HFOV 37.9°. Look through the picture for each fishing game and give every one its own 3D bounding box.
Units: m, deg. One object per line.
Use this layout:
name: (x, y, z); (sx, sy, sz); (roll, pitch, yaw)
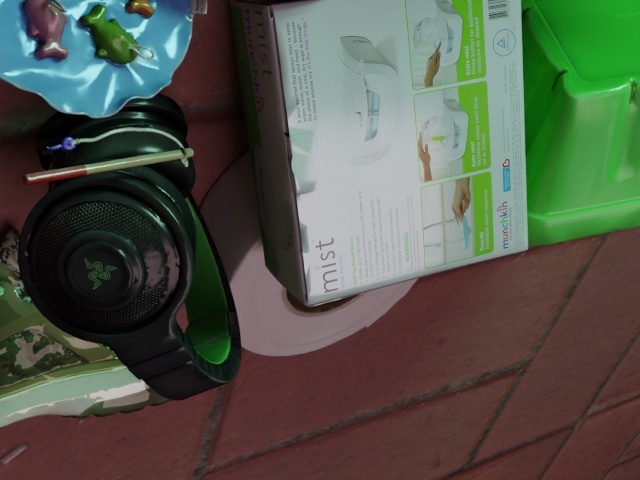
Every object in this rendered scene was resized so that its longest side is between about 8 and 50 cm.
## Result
fishing game: (-0.151, -0.173, 0.622); (0.189, 0.041, 0.264); (-14, 99, -45)

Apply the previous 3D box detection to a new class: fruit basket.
fruit basket: (0.338, -0.117, 1.043); (0.392, 0.282, 0.392); (-10, 142, -8)

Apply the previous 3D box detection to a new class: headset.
headset: (-0.193, -0.025, 0.760); (0.185, 0.243, 0.394); (-21, 130, 7)

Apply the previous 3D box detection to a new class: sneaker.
sneaker: (-0.317, 0.079, 0.872); (0.410, 0.158, 0.182); (-8, 105, -33)

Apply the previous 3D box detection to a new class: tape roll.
tape roll: (0.000, 0.000, 1.047); (0.286, 0.100, 0.286); (-24, 143, -20)

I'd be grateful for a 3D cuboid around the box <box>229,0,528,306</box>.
box: (0.057, -0.100, 0.842); (0.231, 0.127, 0.261); (-14, 112, -17)
